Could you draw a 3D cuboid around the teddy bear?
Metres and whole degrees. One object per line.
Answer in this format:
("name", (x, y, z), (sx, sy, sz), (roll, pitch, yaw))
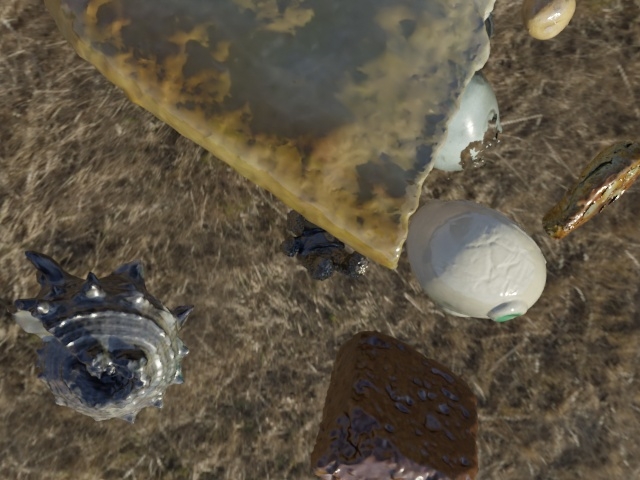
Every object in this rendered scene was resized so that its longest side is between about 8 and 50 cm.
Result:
("teddy bear", (-0.003, 0.016, 1.809), (0.181, 0.251, 0.129), (-8, 138, -21))

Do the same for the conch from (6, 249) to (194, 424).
("conch", (-0.321, 0.141, 1.105), (0.240, 0.186, 0.313), (-13, 143, 14))

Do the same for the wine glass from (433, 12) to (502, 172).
("wine glass", (0.252, -0.291, 1.500), (0.190, 0.191, 0.357), (-24, 146, 1))

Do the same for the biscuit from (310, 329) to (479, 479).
("biscuit", (0.175, 0.393, 1.669), (0.342, 0.395, 0.166), (33, 122, -12))

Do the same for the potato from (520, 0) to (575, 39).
("potato", (0.463, -0.472, 1.589), (0.112, 0.147, 0.112), (4, 100, 22))

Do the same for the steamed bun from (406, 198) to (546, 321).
("steamed bun", (0.218, 0.041, 1.095), (0.228, 0.177, 0.131), (36, 71, -38))

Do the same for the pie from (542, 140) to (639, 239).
("pie", (0.636, -0.118, 1.783), (0.308, 0.308, 0.085), (-44, 70, 6))

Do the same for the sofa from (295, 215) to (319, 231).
("sofa", (-0.009, -0.071, 1.678), (0.060, 0.039, 0.118), (-16, 150, -30))

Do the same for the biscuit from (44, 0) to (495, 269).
("biscuit", (-0.017, -0.267, 0.675), (0.446, 0.104, 0.429), (34, 71, -2))
